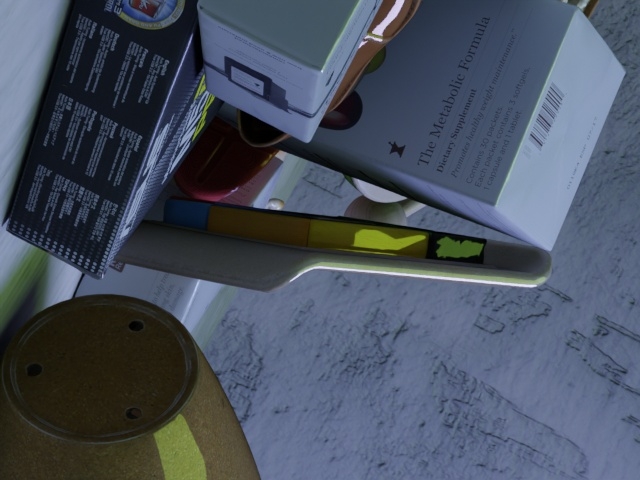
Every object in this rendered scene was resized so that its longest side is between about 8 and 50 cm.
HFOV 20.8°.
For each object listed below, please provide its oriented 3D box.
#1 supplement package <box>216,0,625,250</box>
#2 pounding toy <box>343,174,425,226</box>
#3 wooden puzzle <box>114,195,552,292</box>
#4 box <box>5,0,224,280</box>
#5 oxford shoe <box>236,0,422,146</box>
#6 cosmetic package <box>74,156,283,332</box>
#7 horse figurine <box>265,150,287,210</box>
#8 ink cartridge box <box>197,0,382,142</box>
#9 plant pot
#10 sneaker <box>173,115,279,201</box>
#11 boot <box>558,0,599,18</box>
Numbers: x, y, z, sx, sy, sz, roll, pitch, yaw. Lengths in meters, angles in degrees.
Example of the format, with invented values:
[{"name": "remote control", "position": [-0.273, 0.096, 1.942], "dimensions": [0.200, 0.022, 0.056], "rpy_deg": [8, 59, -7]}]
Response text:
[{"name": "supplement package", "position": [0.052, -0.106, 1.154], "dimensions": [0.134, 0.244, 0.139], "rpy_deg": [30, 82, -64]}, {"name": "pounding toy", "position": [0.052, -0.118, 1.365], "dimensions": [0.183, 0.110, 0.237], "rpy_deg": [-41, 147, -22]}, {"name": "wooden puzzle", "position": [0.000, 0.000, 1.166], "dimensions": [0.221, 0.238, 0.044], "rpy_deg": [10, -82, 50]}, {"name": "box", "position": [-0.060, -0.142, 0.883], "dimensions": [0.270, 0.060, 0.216], "rpy_deg": [-64, 178, 41]}, {"name": "oxford shoe", "position": [0.002, -0.119, 0.957], "dimensions": [0.076, 0.076, 0.212], "rpy_deg": [-48, 170, -35]}, {"name": "cosmetic package", "position": [-0.110, 0.006, 1.341], "dimensions": [0.117, 0.085, 0.231], "rpy_deg": [-64, 179, 28]}, {"name": "horse figurine", "position": [-0.058, -0.062, 1.536], "dimensions": [0.174, 0.066, 0.263], "rpy_deg": [10, 123, -53]}, {"name": "ink cartridge box", "position": [-0.005, -0.118, 0.803], "dimensions": [0.109, 0.063, 0.150], "rpy_deg": [-63, 178, -8]}, {"name": "plant pot", "position": [-0.137, 0.161, 1.119], "dimensions": [0.254, 0.237, 0.237], "rpy_deg": [93, 18, -45]}, {"name": "sneaker", "position": [-0.054, -0.101, 1.365], "dimensions": [0.221, 0.087, 0.128], "rpy_deg": [-61, 176, -27]}, {"name": "boot", "position": [0.171, -0.320, 1.661], "dimensions": [0.089, 0.269, 0.236], "rpy_deg": [40, 75, -53]}]
